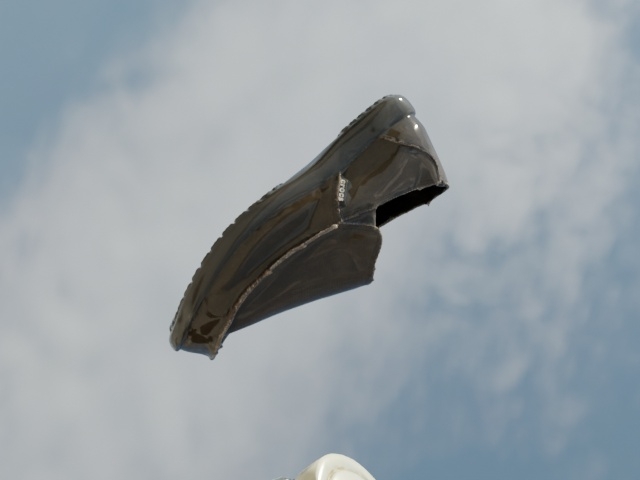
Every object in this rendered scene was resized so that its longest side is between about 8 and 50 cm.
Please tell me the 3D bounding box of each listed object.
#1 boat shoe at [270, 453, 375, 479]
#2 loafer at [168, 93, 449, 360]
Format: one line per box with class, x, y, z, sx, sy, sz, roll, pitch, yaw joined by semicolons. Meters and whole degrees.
boat shoe;0.028;0.212;0.712;0.079;0.095;0.254;-33;-104;23
loafer;0.000;0.000;1.082;0.078;0.220;0.080;44;-23;6
